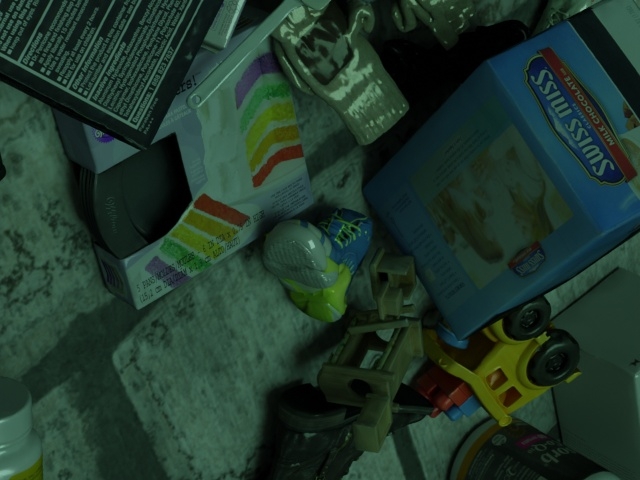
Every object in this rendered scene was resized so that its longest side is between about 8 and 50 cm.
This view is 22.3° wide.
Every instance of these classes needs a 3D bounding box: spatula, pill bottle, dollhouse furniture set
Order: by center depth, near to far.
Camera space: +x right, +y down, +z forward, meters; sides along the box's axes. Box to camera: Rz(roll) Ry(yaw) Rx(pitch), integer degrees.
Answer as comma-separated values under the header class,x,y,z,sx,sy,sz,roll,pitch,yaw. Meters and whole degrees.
class,x,y,z,sx,sy,sz,roll,pitch,yaw
spatula,-0.091,-0.257,1.632,0.168,0.019,0.242,44,79,-4
pill bottle,-0.343,0.252,1.661,0.119,0.119,0.208,-15,120,-37
dollhouse furniture set,0.042,0.123,1.904,0.182,0.101,0.161,-60,150,-48
pill bottle,0.321,0.364,2.208,0.162,0.278,0.162,-21,123,-35

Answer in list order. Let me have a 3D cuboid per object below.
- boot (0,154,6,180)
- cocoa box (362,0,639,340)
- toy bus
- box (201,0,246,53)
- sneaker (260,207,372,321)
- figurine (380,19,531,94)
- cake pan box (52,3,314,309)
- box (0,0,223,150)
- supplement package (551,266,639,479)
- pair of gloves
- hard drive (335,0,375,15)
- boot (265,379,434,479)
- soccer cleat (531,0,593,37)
class,x,y,z,sx,sy,sz,roll,pitch,yaw
boot,-0.423,0.074,1.489,0.348,0.131,0.260,-25,119,-19
cocoa box,0.249,-0.075,1.850,0.228,0.231,0.347,-27,170,-30
toy bus,0.201,0.138,2.105,0.211,0.149,0.220,-39,131,-1
box,-0.067,-0.343,1.592,0.067,0.063,0.324,22,87,-15
sneaker,0.000,0.000,1.856,0.240,0.091,0.126,77,36,-68
figurine,0.152,-0.275,1.889,0.209,0.092,0.215,-13,117,-33
cake pan box,-0.143,-0.089,1.718,0.267,0.070,0.245,-30,125,-28
box,-0.238,-0.285,1.451,0.294,0.183,0.296,29,88,-47
supplement package,0.458,0.222,2.337,0.175,0.177,0.293,-35,130,-25
pair of gloves,0.061,-0.244,1.730,0.240,0.042,0.204,-50,124,-4
hard drive,0.053,-0.352,1.735,0.255,0.054,0.172,-32,120,-12
boot,0.011,0.288,2.041,0.263,0.091,0.229,-2,116,-38
soccer cleat,0.287,-0.241,2.039,0.076,0.068,0.196,2,111,-40
